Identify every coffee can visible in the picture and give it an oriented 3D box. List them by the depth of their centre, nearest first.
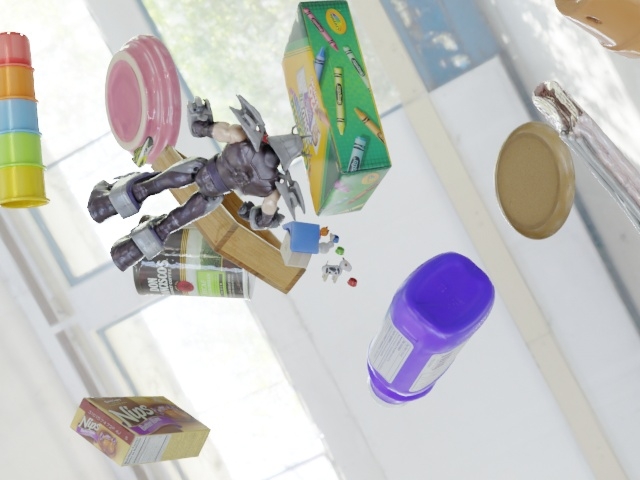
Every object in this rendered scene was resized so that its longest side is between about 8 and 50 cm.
[{"bbox_3d":[-0.302,0.040,1.958,0.201,0.275,0.202,2,-90,-89],"label":"coffee can"}]

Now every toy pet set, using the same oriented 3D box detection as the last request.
[{"bbox_3d":[0.000,0.000,1.156,0.114,0.065,0.122,8,-147,-23],"label":"toy pet set"}]

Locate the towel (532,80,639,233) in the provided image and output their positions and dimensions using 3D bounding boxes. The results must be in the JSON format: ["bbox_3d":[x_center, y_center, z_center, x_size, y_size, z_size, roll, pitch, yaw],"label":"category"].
[{"bbox_3d":[0.429,-0.074,1.117,0.332,0.053,0.317,47,-161,-8],"label":"towel"}]

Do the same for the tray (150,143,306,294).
[{"bbox_3d":[-0.204,-0.051,1.665,0.202,0.076,0.411,35,-175,-39],"label":"tray"}]

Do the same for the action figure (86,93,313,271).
[{"bbox_3d":[-0.137,-0.072,0.948,0.185,0.284,0.099,63,-164,-16],"label":"action figure"}]

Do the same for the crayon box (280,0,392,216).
[{"bbox_3d":[0.017,-0.197,1.200,0.165,0.081,0.279,122,137,-67],"label":"crayon box"}]

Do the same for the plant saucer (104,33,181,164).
[{"bbox_3d":[-0.466,-0.357,2.036,0.084,0.332,0.332,-10,-114,-37],"label":"plant saucer"}]

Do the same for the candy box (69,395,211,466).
[{"bbox_3d":[-0.258,0.273,1.159,0.109,0.053,0.186,27,-179,28],"label":"candy box"}]

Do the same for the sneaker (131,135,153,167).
[{"bbox_3d":[-0.427,-0.214,1.896,0.035,0.083,0.031,33,-162,15],"label":"sneaker"}]

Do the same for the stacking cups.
[{"bbox_3d":[-0.559,-0.220,1.449,0.096,0.095,0.317,18,-116,-81],"label":"stacking cups"}]

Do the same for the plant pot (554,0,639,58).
[{"bbox_3d":[0.657,-0.568,1.753,0.291,0.203,0.291,-169,90,-71],"label":"plant pot"}]

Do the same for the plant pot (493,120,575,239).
[{"bbox_3d":[0.423,-0.119,1.593,0.032,0.236,0.236,0,125,54],"label":"plant pot"}]

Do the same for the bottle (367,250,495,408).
[{"bbox_3d":[0.114,0.123,0.945,0.092,0.118,0.283,44,153,16],"label":"bottle"}]

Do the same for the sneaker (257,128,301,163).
[{"bbox_3d":[-0.076,-0.150,1.256,0.118,0.042,0.067,-25,-87,-46],"label":"sneaker"}]
